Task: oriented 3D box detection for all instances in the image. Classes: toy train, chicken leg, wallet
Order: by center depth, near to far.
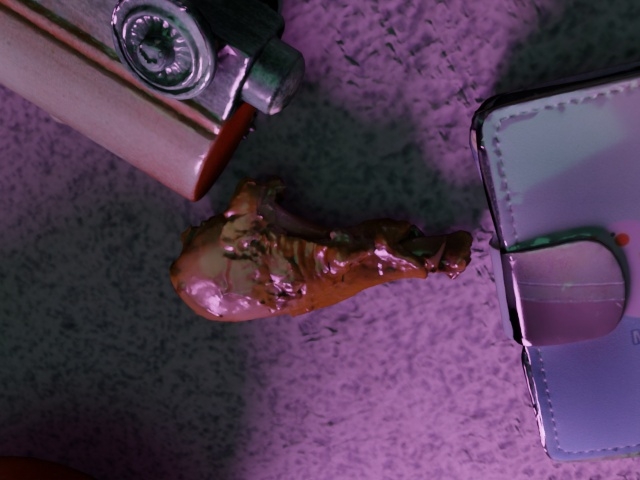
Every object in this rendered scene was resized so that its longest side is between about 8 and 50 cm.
[{"bbox_3d":[0.198,0.015,0.489,0.176,0.075,0.251,-11,107,13],"label":"wallet"},{"bbox_3d":[-0.151,-0.139,0.492,0.285,0.116,0.177,31,136,-1],"label":"toy train"},{"bbox_3d":[0.000,0.003,0.532,0.207,0.085,0.101,-4,99,6],"label":"chicken leg"}]

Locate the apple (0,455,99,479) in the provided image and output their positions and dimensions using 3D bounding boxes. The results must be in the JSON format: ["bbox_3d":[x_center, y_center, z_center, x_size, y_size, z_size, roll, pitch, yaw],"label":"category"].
[{"bbox_3d":[-0.256,0.337,0.579,0.348,0.349,0.277,-14,125,18],"label":"apple"}]
